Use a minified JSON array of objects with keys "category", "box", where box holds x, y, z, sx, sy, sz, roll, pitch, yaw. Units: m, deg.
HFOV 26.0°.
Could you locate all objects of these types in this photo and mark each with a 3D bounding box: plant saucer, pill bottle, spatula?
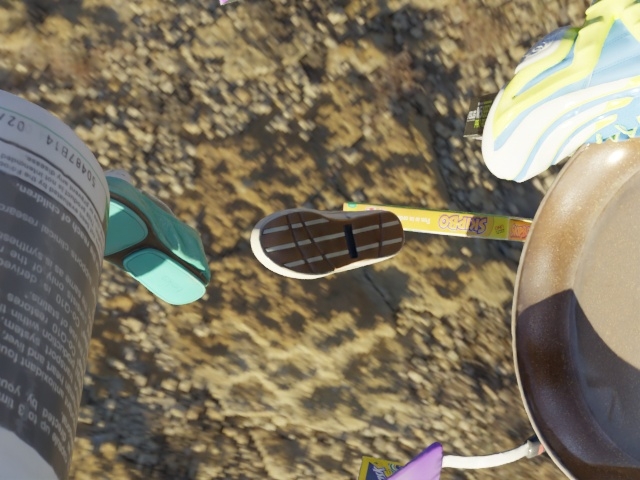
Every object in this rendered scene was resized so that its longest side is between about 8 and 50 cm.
[{"category":"plant saucer","box":[0.263,0.048,1.043,0.311,0.050,0.310,-21,64,52]},{"category":"pill bottle","box":[-0.250,0.092,0.858,0.204,0.204,0.361,-12,48,15]},{"category":"spatula","box":[0.167,0.197,1.286,0.296,0.084,0.030,-18,47,-19]}]

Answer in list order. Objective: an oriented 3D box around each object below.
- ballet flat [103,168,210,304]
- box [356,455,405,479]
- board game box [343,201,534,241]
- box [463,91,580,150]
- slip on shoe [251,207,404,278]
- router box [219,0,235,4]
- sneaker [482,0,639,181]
[{"category":"ballet flat","box":[-0.188,-0.018,1.334,0.083,0.247,0.087,-24,58,15]},{"category":"box","box":[0.056,0.336,1.614,0.054,0.059,0.168,12,122,3]},{"category":"board game box","box":[0.169,-0.023,1.755,0.259,0.124,0.039,3,90,33]},{"category":"box","box":[0.326,-0.150,1.852,0.216,0.270,0.060,9,92,-6]},{"category":"slip on shoe","box":[0.000,0.000,1.005,0.041,0.135,0.051,-9,90,49]},{"category":"router box","box":[-0.054,-0.309,1.335,0.133,0.046,0.179,-16,48,-5]},{"category":"sneaker","box":[0.212,-0.100,0.899,0.240,0.091,0.126,-49,57,26]}]
